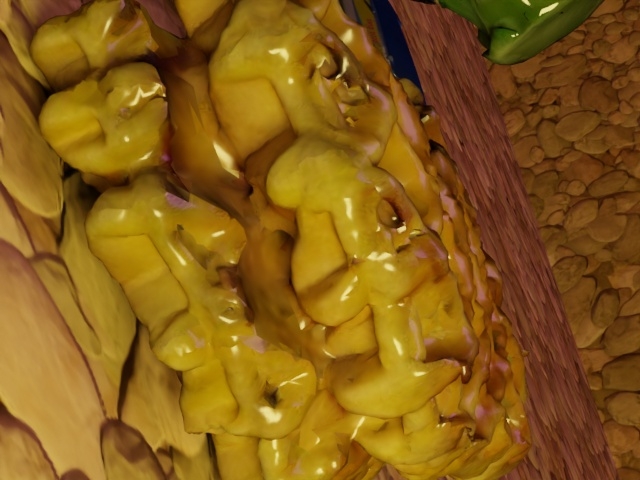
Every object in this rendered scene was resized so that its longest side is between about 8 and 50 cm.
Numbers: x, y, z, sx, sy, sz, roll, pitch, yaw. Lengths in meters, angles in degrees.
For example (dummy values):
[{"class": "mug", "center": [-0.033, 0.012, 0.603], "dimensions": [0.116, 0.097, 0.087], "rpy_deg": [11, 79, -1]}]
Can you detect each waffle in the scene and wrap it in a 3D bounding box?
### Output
[{"class": "waffle", "center": [0.000, 0.000, 0.736], "dimensions": [0.261, 0.151, 0.324], "rpy_deg": [69, 13, 20]}]

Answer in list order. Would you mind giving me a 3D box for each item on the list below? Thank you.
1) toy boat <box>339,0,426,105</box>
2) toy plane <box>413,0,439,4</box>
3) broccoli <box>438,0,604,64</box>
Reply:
[{"class": "toy boat", "center": [0.011, -0.134, 1.133], "dimensions": [0.295, 0.088, 0.129], "rpy_deg": [-100, -159, -57]}, {"class": "toy plane", "center": [0.010, -0.283, 1.189], "dimensions": [0.256, 0.104, 0.242], "rpy_deg": [31, -11, -7]}, {"class": "broccoli", "center": [0.037, -0.231, 0.950], "dimensions": [0.297, 0.297, 0.297], "rpy_deg": [52, 9, 12]}]
